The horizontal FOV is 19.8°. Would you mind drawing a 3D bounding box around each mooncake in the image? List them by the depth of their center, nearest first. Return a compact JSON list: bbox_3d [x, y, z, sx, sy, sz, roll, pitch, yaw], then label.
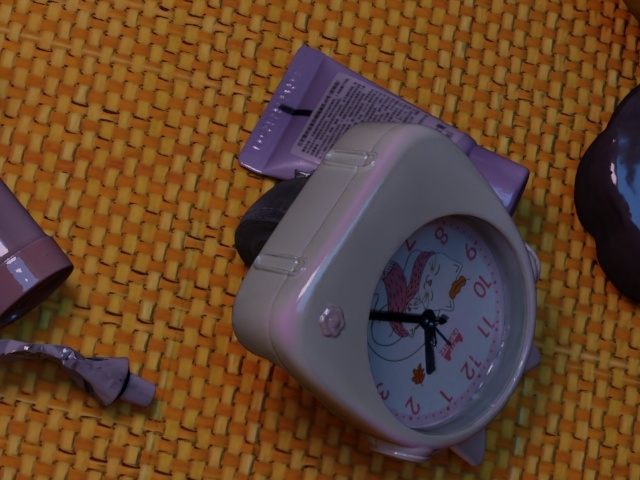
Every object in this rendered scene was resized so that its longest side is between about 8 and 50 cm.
[{"bbox_3d":[0.377,-0.048,1.873,0.245,0.133,0.245,4,72,-13],"label":"mooncake"}]

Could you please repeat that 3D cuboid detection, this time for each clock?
[{"bbox_3d":[0.085,0.072,1.722,0.324,0.108,0.265,49,65,-34],"label":"clock"}]

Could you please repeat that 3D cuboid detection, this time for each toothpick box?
[{"bbox_3d":[-0.313,-0.004,1.705,0.098,0.098,0.149,-37,84,-21],"label":"toothpick box"}]

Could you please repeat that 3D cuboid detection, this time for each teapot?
[{"bbox_3d":[0.001,-0.006,1.782,0.149,0.111,0.108,29,56,1],"label":"teapot"}]

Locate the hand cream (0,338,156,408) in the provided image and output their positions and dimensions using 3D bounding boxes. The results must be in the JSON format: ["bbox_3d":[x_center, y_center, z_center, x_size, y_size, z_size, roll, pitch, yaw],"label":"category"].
[{"bbox_3d":[-0.276,0.116,1.691,0.257,0.084,0.050,11,78,-15],"label":"hand cream"}]

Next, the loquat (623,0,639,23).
[{"bbox_3d":[0.424,-0.322,1.904,0.275,0.275,0.275,4,72,-13],"label":"loquat"}]

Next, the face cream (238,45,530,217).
[{"bbox_3d":[0.069,-0.084,1.840,0.274,0.096,0.154,25,71,8],"label":"face cream"}]
